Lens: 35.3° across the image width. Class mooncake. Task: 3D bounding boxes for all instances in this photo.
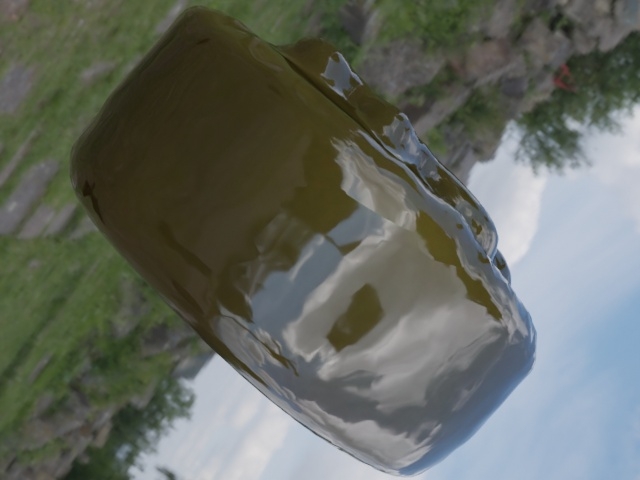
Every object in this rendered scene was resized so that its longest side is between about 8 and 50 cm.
[{"bbox_3d":[0.000,0.000,0.450,0.117,0.235,0.235,-48,-178,-1],"label":"mooncake"}]
